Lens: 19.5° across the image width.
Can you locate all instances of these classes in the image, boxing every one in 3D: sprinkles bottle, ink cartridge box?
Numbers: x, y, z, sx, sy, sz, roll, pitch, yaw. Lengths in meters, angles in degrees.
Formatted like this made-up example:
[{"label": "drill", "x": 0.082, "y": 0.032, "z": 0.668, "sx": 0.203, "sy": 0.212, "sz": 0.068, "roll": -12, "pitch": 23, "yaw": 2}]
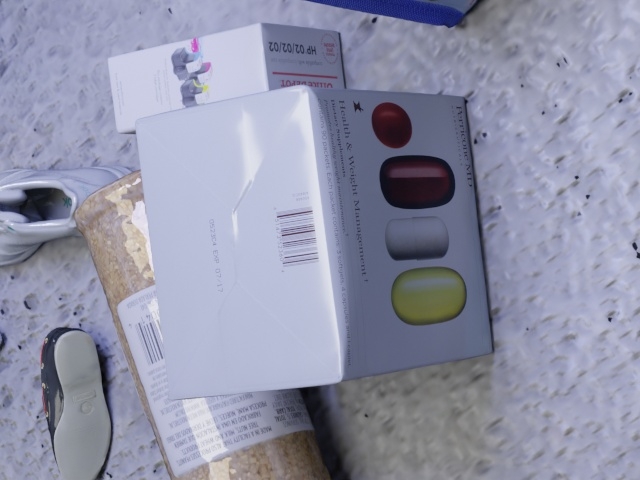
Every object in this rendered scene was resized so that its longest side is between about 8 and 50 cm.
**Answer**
[{"label": "sprinkles bottle", "x": -0.073, "y": 0.120, "z": 1.392, "sx": 0.121, "sy": 0.121, "sz": 0.355, "roll": -28, "pitch": 76, "yaw": 32}, {"label": "ink cartridge box", "x": -0.054, "y": -0.121, "z": 1.379, "sx": 0.181, "sy": 0.104, "sz": 0.061, "roll": -8, "pitch": 88, "yaw": 33}]

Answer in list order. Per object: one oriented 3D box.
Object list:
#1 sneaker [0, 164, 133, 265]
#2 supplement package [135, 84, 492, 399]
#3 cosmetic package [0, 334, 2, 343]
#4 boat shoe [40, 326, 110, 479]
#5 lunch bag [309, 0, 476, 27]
[{"label": "sneaker", "x": -0.251, "y": -0.025, "z": 1.523, "sx": 0.212, "sy": 0.094, "sz": 0.080, "roll": -12, "pitch": 86, "yaw": 34}, {"label": "supplement package", "x": 0.000, "y": 0.000, "z": 1.289, "sx": 0.149, "sy": 0.203, "sz": 0.194, "roll": -8, "pitch": 88, "yaw": 34}, {"label": "cosmetic package", "x": -0.506, "y": -0.021, "z": 1.615, "sx": 0.161, "sy": 0.230, "sz": 0.453, "roll": -49, "pitch": 66, "yaw": 26}, {"label": "boat shoe", "x": -0.203, "y": 0.136, "z": 1.530, "sx": 0.042, "sy": 0.049, "sz": 0.133, "roll": 12, "pitch": 107, "yaw": 61}, {"label": "lunch bag", "x": 0.025, "y": -0.326, "z": 1.149, "sx": 0.239, "sy": 0.385, "sz": 0.328, "roll": 49, "pitch": 117, "yaw": 22}]
